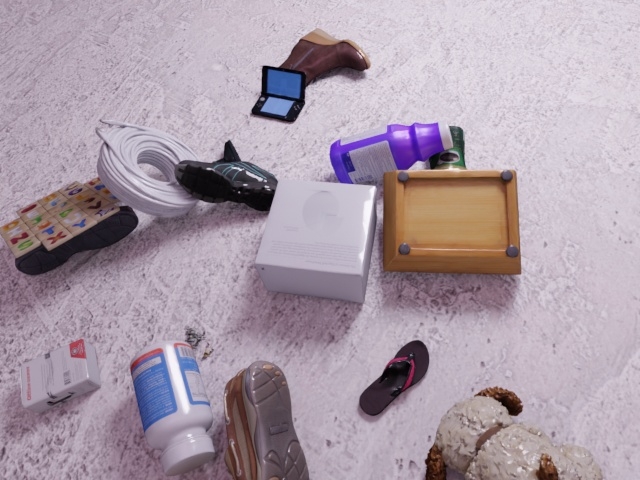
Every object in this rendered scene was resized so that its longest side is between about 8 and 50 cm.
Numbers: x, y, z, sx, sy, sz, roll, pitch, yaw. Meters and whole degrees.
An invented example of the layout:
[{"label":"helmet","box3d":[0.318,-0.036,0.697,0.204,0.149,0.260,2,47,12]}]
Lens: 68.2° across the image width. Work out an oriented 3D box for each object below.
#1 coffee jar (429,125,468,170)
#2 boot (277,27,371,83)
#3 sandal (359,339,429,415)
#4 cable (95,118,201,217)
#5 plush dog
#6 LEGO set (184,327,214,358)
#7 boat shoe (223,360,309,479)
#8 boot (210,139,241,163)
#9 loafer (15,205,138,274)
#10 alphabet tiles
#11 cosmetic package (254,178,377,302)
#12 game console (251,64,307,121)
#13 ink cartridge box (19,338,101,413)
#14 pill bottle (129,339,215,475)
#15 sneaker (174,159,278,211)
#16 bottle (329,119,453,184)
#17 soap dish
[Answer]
[{"label":"coffee jar","box3d":[0.308,-0.189,1.150,0.096,0.079,0.184,0,57,9]},{"label":"boot","box3d":[0.003,-0.515,1.413,0.248,0.090,0.207,37,82,25]},{"label":"sandal","box3d":[0.147,0.263,0.911,0.179,0.040,0.067,-41,62,-17]},{"label":"cable","box3d":[-0.407,-0.169,1.154,0.257,0.089,0.257,-3,57,-49]},{"label":"plush dog","box3d":[0.286,0.354,0.767,0.262,0.210,0.225,-36,34,-16]},{"label":"LEGO set","box3d":[-0.263,0.213,1.009,0.083,0.023,0.054,21,63,20]},{"label":"boat shoe","box3d":[-0.105,0.386,0.840,0.116,0.123,0.324,-26,61,32]},{"label":"boot","box3d":[-0.265,-0.210,1.267,0.099,0.045,0.121,-27,55,-1]},{"label":"loafer","box3d":[-0.602,-0.023,1.161,0.302,0.109,0.095,-26,54,-5]},{"label":"alphabet tiles","box3d":[-0.626,-0.072,1.155,0.285,0.011,0.342,-37,37,-26]},{"label":"cosmetic package","box3d":[0.000,0.000,1.039,0.224,0.138,0.224,6,58,12]},{"label":"game console","box3d":[-0.121,-0.419,1.351,0.144,0.085,0.124,16,61,17]},{"label":"ink cartridge box","box3d":[-0.541,0.282,0.985,0.135,0.056,0.099,-23,57,-7]},{"label":"pill bottle","box3d":[-0.275,0.312,0.890,0.124,0.124,0.221,-24,57,-7]},{"label":"sneaker","box3d":[-0.220,-0.145,1.156,0.267,0.101,0.106,15,42,-22]},{"label":"bottle","box3d":[0.167,-0.216,1.128,0.283,0.118,0.092,-13,43,20]},{"label":"soap dish","box3d":[0.279,-0.046,1.007,0.291,0.118,0.229,1,78,7]}]
